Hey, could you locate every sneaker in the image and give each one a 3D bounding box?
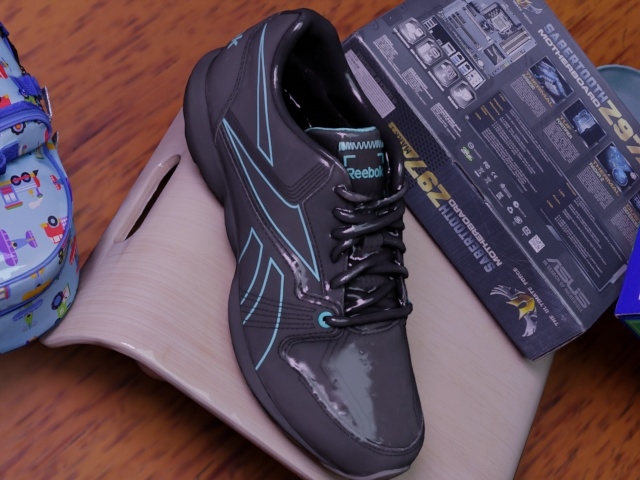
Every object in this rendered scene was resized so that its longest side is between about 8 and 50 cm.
[{"bbox_3d":[0.000,0.000,0.797,0.101,0.106,0.267,-12,77,-40],"label":"sneaker"}]

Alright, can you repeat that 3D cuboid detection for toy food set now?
[{"bbox_3d":[0.005,0.064,0.897,0.306,0.092,0.220,38,52,-14],"label":"toy food set"}]

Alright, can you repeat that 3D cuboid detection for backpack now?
[{"bbox_3d":[-0.206,-0.024,0.771,0.158,0.117,0.173,-21,73,-30],"label":"backpack"}]

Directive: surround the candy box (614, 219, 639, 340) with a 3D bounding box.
[{"bbox_3d":[0.353,0.010,0.995,0.317,0.122,0.268,40,60,-36],"label":"candy box"}]

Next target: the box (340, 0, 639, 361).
[{"bbox_3d":[0.126,-0.063,0.948,0.233,0.059,0.183,52,47,-1],"label":"box"}]

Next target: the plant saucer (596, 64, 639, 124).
[{"bbox_3d":[0.219,-0.069,1.062,0.119,0.021,0.119,7,74,-25],"label":"plant saucer"}]
